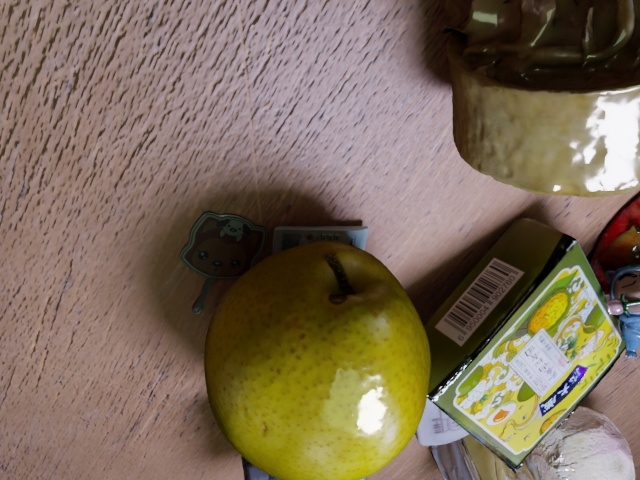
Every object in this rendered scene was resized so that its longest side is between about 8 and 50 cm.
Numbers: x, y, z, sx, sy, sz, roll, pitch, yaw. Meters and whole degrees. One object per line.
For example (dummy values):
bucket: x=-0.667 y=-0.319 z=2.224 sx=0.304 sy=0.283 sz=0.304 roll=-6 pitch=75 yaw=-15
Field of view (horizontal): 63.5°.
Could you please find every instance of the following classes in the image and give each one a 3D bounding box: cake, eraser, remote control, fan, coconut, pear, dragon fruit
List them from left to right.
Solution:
fan: x=-0.178 y=0.045 z=0.882 sx=0.132 sy=0.009 sz=0.220 roll=16 pitch=120 yaw=-22
pear: x=-0.007 y=0.198 z=0.822 sx=0.362 sy=0.362 sz=0.418 roll=5 pitch=136 yaw=-19
remote control: x=0.000 y=0.000 z=0.883 sx=0.162 sy=0.029 sz=0.061 roll=1 pitch=125 yaw=-10
eraser: x=0.287 y=0.356 z=1.195 sx=0.174 sy=0.095 sz=0.270 roll=-20 pitch=128 yaw=-5
coconut: x=0.656 y=0.575 z=1.343 sx=0.254 sy=0.297 sz=0.297 roll=-2 pitch=127 yaw=-9
cake: x=0.300 y=-0.258 z=0.580 sx=0.332 sy=0.332 sz=0.321 roll=-17 pitch=128 yaw=-2
dragon fruit: x=0.707 y=-0.004 z=1.000 sx=0.343 sy=0.100 sz=0.282 roll=-11 pitch=114 yaw=9

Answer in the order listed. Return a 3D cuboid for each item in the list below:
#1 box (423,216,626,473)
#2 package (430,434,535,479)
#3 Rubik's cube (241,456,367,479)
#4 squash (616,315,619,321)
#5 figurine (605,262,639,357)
box: x=0.392 y=0.219 z=1.022 sx=0.373 sy=0.138 sz=0.420 roll=-48 pitch=127 yaw=-2
package: x=0.420 y=0.575 z=1.258 sx=0.221 sy=0.311 sz=0.165 roll=-14 pitch=132 yaw=-3
Rubik's cube: x=-0.044 y=0.437 z=1.076 sx=0.238 sy=0.237 sz=0.237 roll=-9 pitch=127 yaw=-9
squash: x=0.684 y=0.177 z=1.138 sx=0.069 sy=0.069 sz=0.258 roll=-16 pitch=151 yaw=-3
figurine: x=0.590 y=0.131 z=0.952 sx=0.114 sy=0.178 sz=0.144 roll=-5 pitch=178 yaw=37
